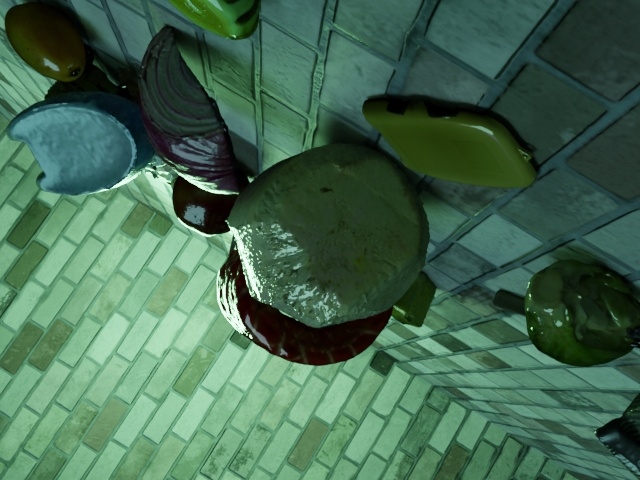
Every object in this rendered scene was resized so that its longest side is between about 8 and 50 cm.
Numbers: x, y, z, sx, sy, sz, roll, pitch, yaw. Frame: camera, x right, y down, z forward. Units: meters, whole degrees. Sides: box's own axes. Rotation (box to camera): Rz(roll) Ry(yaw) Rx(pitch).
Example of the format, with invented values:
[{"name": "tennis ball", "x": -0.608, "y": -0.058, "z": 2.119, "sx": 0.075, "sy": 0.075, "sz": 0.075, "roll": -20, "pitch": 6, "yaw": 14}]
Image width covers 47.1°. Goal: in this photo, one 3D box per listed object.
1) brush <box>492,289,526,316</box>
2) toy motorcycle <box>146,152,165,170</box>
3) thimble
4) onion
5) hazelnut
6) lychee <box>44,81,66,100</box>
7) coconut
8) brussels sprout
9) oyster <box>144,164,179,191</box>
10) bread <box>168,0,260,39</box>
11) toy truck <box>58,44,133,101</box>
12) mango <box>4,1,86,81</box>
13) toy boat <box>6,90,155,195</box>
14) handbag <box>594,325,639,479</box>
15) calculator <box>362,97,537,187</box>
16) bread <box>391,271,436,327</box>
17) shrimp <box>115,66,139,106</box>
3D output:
[{"name": "brush", "x": 0.397, "y": 0.130, "z": 1.322, "sx": 0.028, "sy": 0.034, "sz": 0.190, "roll": 21, "pitch": 179, "yaw": -44}, {"name": "toy motorcycle", "x": -0.494, "y": -0.232, "z": 1.743, "sx": 0.171, "sy": 0.110, "sz": 0.260, "roll": -27, "pitch": 136, "yaw": 29}, {"name": "thimble", "x": -0.029, "y": 0.089, "z": 1.541, "sx": 0.350, "sy": 0.350, "sz": 0.230, "roll": 36, "pitch": 170, "yaw": -20}, {"name": "onion", "x": -0.225, "y": -0.176, "z": 1.185, "sx": 0.250, "sy": 0.111, "sz": 0.247, "roll": 58, "pitch": 165, "yaw": 22}, {"name": "hazelnut", "x": -0.241, "y": -0.095, "z": 1.702, "sx": 0.178, "sy": 0.178, "sz": 0.204, "roll": 29, "pitch": -174, "yaw": 17}, {"name": "lychee", "x": -0.603, "y": -0.312, "z": 1.783, "sx": 0.171, "sy": 0.171, "sz": 0.171, "roll": 31, "pitch": 169, "yaw": 7}, {"name": "coconut", "x": 0.000, "y": 0.000, "z": 1.200, "sx": 0.297, "sy": 0.297, "sz": 0.309, "roll": 35, "pitch": 165, "yaw": -11}, {"name": "brussels sprout", "x": 0.363, "y": 0.107, "z": 1.054, "sx": 0.183, "sy": 0.131, "sz": 0.145, "roll": 30, "pitch": 164, "yaw": -13}, {"name": "oyster", "x": -0.370, "y": -0.183, "z": 1.906, "sx": 0.198, "sy": 0.092, "sz": 0.259, "roll": 33, "pitch": 151, "yaw": 6}, {"name": "bread", "x": -0.129, "y": -0.291, "z": 0.836, "sx": 0.139, "sy": 0.071, "sz": 0.130, "roll": 31, "pitch": 166, "yaw": 16}, {"name": "toy truck", "x": -0.470, "y": -0.303, "z": 1.574, "sx": 0.257, "sy": 0.127, "sz": 0.127, "roll": 43, "pitch": 166, "yaw": -29}, {"name": "mango", "x": -0.536, "y": -0.392, "z": 1.406, "sx": 0.253, "sy": 0.113, "sz": 0.138, "roll": 38, "pitch": 163, "yaw": 36}, {"name": "toy boat", "x": -0.476, "y": -0.210, "z": 1.514, "sx": 0.330, "sy": 0.123, "sz": 0.215, "roll": -11, "pitch": 117, "yaw": 27}, {"name": "handbag", "x": 0.493, "y": 0.204, "z": 0.824, "sx": 0.240, "sy": 0.247, "sz": 0.341, "roll": 31, "pitch": 157, "yaw": -8}, {"name": "calculator", "x": 0.158, "y": -0.117, "z": 0.908, "sx": 0.236, "sy": 0.033, "sz": 0.157, "roll": 17, "pitch": 160, "yaw": 48}, {"name": "bread", "x": 0.187, "y": 0.124, "z": 1.639, "sx": 0.111, "sy": 0.114, "sz": 0.129, "roll": 26, "pitch": 168, "yaw": 33}, {"name": "shrimp", "x": -0.307, "y": -0.269, "z": 1.493, "sx": 0.144, "sy": 0.052, "sz": 0.251, "roll": 3, "pitch": 157, "yaw": 44}]
